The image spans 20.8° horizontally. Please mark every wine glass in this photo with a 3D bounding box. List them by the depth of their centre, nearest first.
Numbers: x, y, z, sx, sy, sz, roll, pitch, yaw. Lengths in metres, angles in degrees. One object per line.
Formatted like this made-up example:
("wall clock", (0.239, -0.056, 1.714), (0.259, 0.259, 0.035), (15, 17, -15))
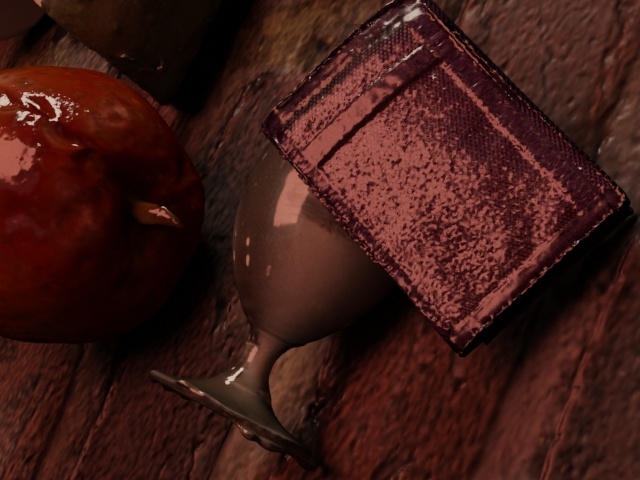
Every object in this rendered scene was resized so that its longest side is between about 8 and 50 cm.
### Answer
("wine glass", (0.000, 0.000, 0.918), (0.103, 0.103, 0.222), (18, 80, 57))

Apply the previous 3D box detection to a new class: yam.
("yam", (-0.113, -0.257, 1.227), (0.168, 0.168, 0.304), (11, 72, 56))

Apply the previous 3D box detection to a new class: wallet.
("wallet", (0.057, -0.037, 0.844), (0.111, 0.030, 0.166), (-41, 65, -1))

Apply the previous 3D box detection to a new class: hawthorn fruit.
("hawthorn fruit", (-0.154, -0.021, 1.078), (0.200, 0.179, 0.179), (7, 70, 51))

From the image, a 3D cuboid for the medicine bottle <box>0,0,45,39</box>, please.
("medicine bottle", (-0.293, -0.287, 1.524), (0.131, 0.131, 0.250), (-44, 35, 23))
